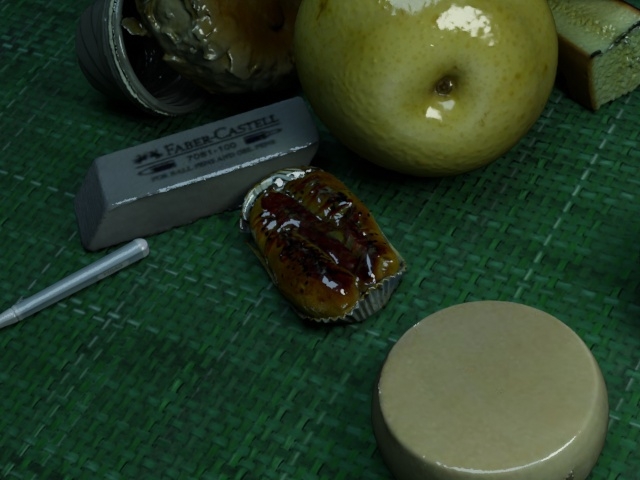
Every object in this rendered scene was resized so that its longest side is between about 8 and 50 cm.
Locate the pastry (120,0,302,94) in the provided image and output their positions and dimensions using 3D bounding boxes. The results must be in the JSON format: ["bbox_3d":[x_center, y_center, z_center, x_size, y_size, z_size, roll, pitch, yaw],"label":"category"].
[{"bbox_3d":[-0.123,-0.348,2.018,0.136,0.330,0.330,-10,41,40],"label":"pastry"}]

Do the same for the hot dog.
[{"bbox_3d":[0.000,0.000,1.817,0.162,0.082,0.270,-25,48,-14],"label":"hot dog"}]

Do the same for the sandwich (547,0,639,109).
[{"bbox_3d":[0.353,-0.297,1.986,0.122,0.128,0.235,-34,50,-14],"label":"sandwich"}]

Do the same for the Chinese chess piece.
[{"bbox_3d":[0.190,0.191,1.593,0.273,0.102,0.273,-6,46,6],"label":"Chinese chess piece"}]

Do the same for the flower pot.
[{"bbox_3d":[-0.266,-0.288,2.057,0.140,0.235,0.235,-2,45,37],"label":"flower pot"}]

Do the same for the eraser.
[{"bbox_3d":[-0.173,-0.092,1.934,0.352,0.077,0.111,-18,48,-4],"label":"eraser"}]

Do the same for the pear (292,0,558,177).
[{"bbox_3d":[0.136,-0.254,1.850,0.348,0.348,0.348,-6,48,6],"label":"pear"}]

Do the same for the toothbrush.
[{"bbox_3d":[-0.376,0.086,1.848,0.342,0.025,0.030,-31,57,-16],"label":"toothbrush"}]
